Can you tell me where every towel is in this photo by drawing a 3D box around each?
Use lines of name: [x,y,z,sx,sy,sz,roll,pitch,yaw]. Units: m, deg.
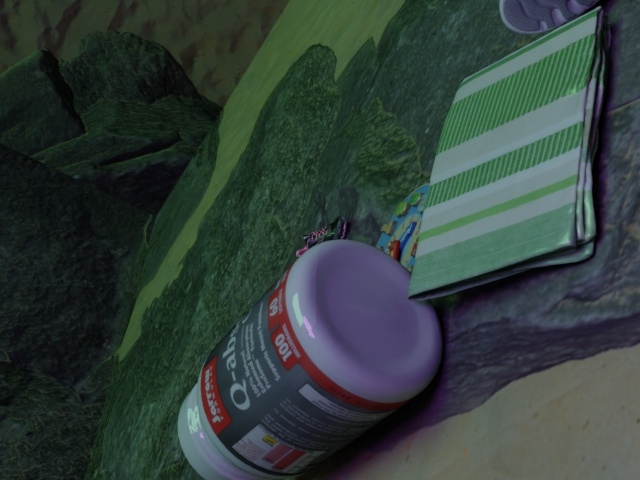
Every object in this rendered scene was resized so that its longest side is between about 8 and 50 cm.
towel: [0.220,-0.096,0.976,0.248,0.038,0.324,-21,45,48]

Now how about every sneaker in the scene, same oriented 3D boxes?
sneaker: [0.324,-0.362,1.038,0.281,0.105,0.115,-48,6,2]
sneaker: [0.000,0.000,1.469,0.119,0.057,0.047,-53,19,25]

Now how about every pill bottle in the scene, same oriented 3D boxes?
pill bottle: [-0.031,0.176,1.074,0.363,0.210,0.210,-47,25,41]

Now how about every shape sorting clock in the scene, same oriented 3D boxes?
shape sorting clock: [0.111,0.012,1.178,0.206,0.040,0.206,-52,22,30]
